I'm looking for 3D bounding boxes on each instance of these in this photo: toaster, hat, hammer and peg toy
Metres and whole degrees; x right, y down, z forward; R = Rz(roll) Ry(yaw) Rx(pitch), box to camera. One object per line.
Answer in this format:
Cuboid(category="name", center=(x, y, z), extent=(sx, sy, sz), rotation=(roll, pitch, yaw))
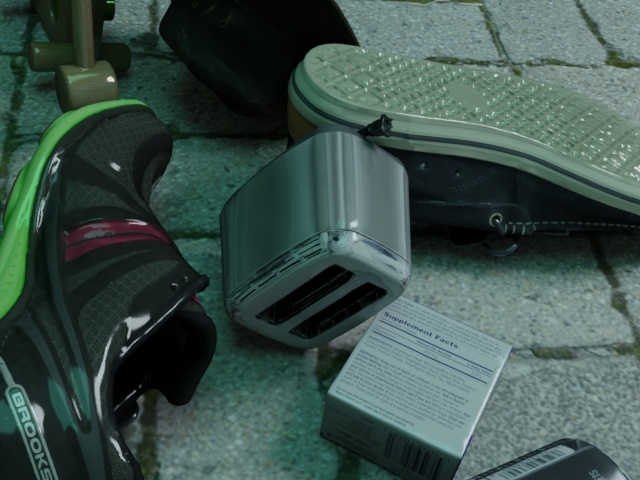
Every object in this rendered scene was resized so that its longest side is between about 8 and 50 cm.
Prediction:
Cuboid(category="toaster", center=(0.000, 0.000, 0.803), extent=(0.129, 0.227, 0.147), rotation=(28, 43, -34))
Cuboid(category="hat", center=(-0.095, -0.229, 1.009), extent=(0.331, 0.331, 0.134), rotation=(34, 82, 23))
Cuboid(category="hammer and peg toy", center=(-0.286, -0.325, 1.031), extent=(0.127, 0.266, 0.361), rotation=(-8, 46, -31))

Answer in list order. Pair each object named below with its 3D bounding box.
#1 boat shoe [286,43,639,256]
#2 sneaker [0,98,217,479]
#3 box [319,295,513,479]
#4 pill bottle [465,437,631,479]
Cuboid(category="boat shoe", center=(0.193, -0.080, 0.948), extent=(0.499, 0.156, 0.187), rotation=(9, 39, -15))
Cuboid(category="sneaker", center=(-0.189, 0.053, 0.744), extent=(0.202, 0.185, 0.483), rotation=(15, 41, -10))
Cuboid(category="box", center=(0.086, 0.134, 0.774), extent=(0.126, 0.072, 0.137), rotation=(24, 48, 15))
Cuboid(category="pill bottle", center=(0.114, 0.246, 0.630), extent=(0.245, 0.131, 0.130), rotation=(-16, 51, -21))
